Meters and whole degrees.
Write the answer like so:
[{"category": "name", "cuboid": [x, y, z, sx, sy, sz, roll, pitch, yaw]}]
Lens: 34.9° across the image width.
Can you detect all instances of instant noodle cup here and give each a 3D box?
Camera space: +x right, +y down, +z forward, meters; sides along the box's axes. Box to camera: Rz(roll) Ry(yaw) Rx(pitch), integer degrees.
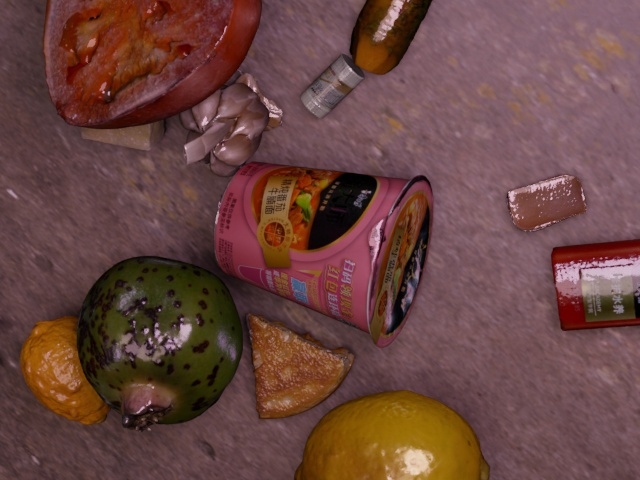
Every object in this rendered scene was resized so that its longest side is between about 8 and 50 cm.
[{"category": "instant noodle cup", "cuboid": [0.000, 0.000, 1.376, 0.255, 0.244, 0.244, 15, 108, 20]}]

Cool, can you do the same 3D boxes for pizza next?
[{"category": "pizza", "cuboid": [-0.060, 0.183, 1.529, 0.176, 0.036, 0.185, 44, 113, 3]}]

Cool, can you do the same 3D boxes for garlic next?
[{"category": "garlic", "cuboid": [-0.141, -0.141, 1.390, 0.127, 0.194, 0.131, -23, 112, 30]}]

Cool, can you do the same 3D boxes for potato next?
[{"category": "potato", "cuboid": [-0.285, -0.178, 1.468, 0.122, 0.061, 0.086, 13, 130, 13]}]

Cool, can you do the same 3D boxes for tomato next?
[{"category": "tomato", "cuboid": [-0.206, -0.289, 1.349, 0.338, 0.143, 0.339, -9, 72, 28]}]

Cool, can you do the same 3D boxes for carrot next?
[{"category": "carrot", "cuboid": [0.098, -0.302, 1.331, 0.082, 0.082, 0.173, 29, 113, 7]}]

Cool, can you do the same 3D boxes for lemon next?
[{"category": "lemon", "cuboid": [0.097, 0.325, 1.421, 0.288, 0.233, 0.234, -11, 101, 20]}, {"category": "lemon", "cuboid": [-0.379, 0.199, 1.568, 0.142, 0.142, 0.187, -26, 101, 20]}]

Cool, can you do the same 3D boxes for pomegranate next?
[{"category": "pomegranate", "cuboid": [-0.231, 0.153, 1.456, 0.254, 0.271, 0.254, 2, 141, 2]}]

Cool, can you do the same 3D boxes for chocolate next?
[{"category": "chocolate", "cuboid": [0.304, -0.050, 1.366, 0.100, 0.031, 0.065, -21, 80, 16]}]

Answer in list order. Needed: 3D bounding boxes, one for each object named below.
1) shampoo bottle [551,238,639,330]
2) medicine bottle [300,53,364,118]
[{"category": "shampoo bottle", "cuboid": [0.461, 0.051, 1.324, 0.314, 0.076, 0.118, -5, 100, 17]}, {"category": "medicine bottle", "cuboid": [0.016, -0.211, 1.396, 0.083, 0.047, 0.047, -42, 91, 21]}]
